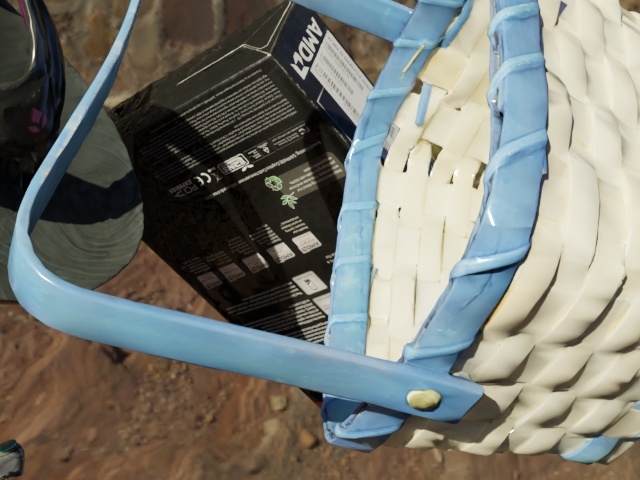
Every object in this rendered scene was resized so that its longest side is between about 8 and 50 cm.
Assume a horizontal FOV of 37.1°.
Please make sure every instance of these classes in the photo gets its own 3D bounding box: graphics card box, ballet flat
[{"bbox_3d":[0.000,0.000,0.811,0.371,0.232,0.094,46,41,-27],"label":"graphics card box"},{"bbox_3d":[-0.567,0.379,1.511,0.203,0.074,0.074,-16,94,-11],"label":"ballet flat"}]

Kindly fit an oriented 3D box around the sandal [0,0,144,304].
[{"bbox_3d":[-0.239,-0.138,0.473,0.167,0.107,0.446,-50,117,-32],"label":"sandal"}]

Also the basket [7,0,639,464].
[{"bbox_3d":[0.035,-0.027,0.429,0.289,0.201,0.255,22,46,-11],"label":"basket"}]
